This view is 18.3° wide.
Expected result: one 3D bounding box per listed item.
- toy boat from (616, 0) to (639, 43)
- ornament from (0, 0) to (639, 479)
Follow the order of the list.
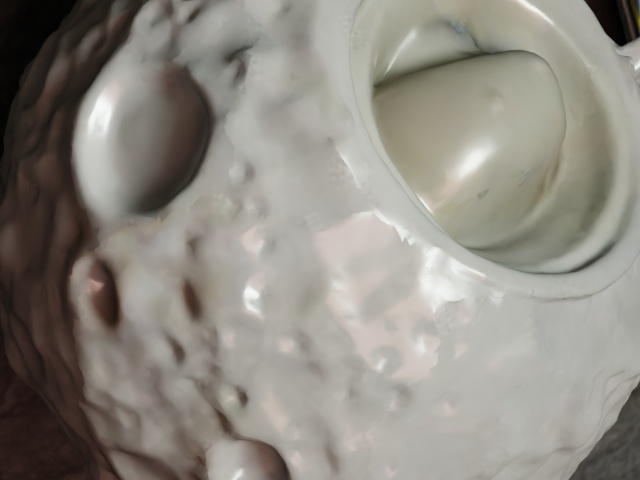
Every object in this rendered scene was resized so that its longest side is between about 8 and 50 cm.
[{"bbox_3d":[0.238,-0.144,1.125,0.141,0.141,0.269,-29,140,-8],"label":"toy boat"},{"bbox_3d":[0.000,0.000,0.975,0.337,0.337,0.337,-11,121,-19],"label":"ornament"}]
